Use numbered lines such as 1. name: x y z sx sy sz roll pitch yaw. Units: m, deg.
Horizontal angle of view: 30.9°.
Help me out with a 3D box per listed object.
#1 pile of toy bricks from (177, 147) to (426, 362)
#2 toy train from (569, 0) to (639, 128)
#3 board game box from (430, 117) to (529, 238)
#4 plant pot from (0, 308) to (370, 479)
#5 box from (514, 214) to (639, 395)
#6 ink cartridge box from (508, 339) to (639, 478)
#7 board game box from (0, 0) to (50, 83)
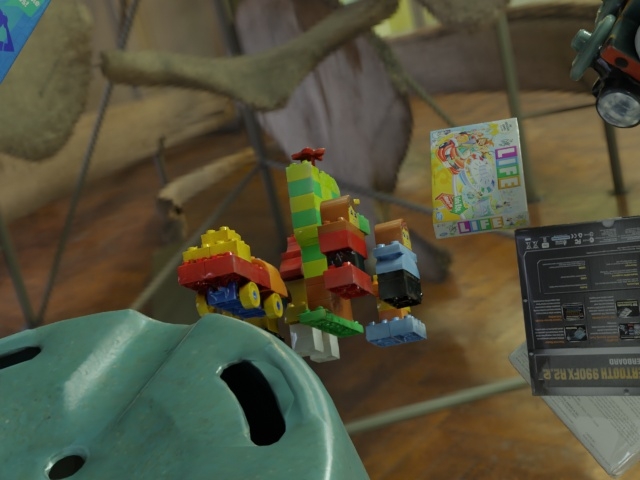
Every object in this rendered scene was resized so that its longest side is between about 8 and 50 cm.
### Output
1. pile of toy bricks: 0.000 0.000 0.671 0.118 0.105 0.212 -13 -17 17
2. toy train: 0.377 -0.264 1.196 0.334 0.142 0.190 -57 -2 -34
3. board game box: 0.178 -0.072 1.306 0.103 0.026 0.154 -8 45 11
4. plant pot: -0.071 0.233 0.485 0.341 0.334 0.341 -14 30 8
5. box: 0.316 0.066 1.178 0.231 0.183 0.056 -8 -1 43
6. ink cartridge box: 0.357 0.130 1.319 0.224 0.181 0.056 -42 -26 5
7. board game box: -0.246 -0.196 0.745 0.047 0.160 0.210 -7 52 42
